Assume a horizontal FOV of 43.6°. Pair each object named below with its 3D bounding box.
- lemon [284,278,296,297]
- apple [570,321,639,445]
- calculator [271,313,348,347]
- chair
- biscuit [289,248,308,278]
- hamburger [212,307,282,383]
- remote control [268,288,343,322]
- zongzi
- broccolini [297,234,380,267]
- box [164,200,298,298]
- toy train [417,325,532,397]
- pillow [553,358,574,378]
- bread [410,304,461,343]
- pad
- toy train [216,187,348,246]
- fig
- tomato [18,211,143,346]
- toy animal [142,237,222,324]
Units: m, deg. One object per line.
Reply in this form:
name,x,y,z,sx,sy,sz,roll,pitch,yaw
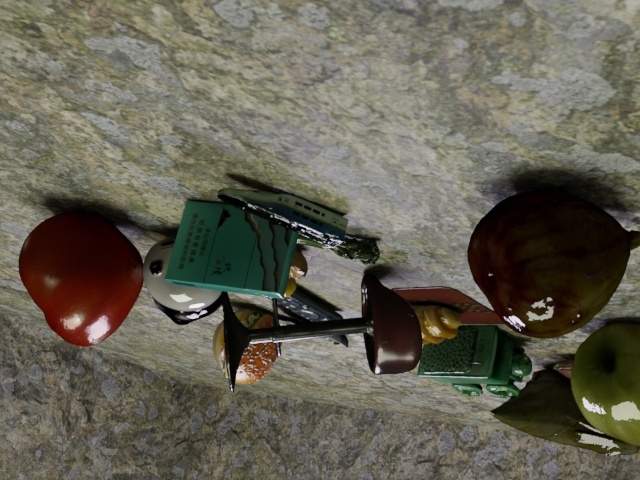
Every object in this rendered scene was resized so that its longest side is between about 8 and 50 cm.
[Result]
lemon,-0.087,0.099,1.832,0.065,0.065,0.092,8,157,13
apple,0.663,0.301,1.690,0.279,0.279,0.279,11,162,4
calculator,-0.029,0.251,2.239,0.177,0.040,0.268,12,171,28
chair,-0.001,0.191,1.691,0.400,0.227,0.226,-5,162,-4
biscuit,-0.086,0.034,1.646,0.118,0.061,0.183,-2,160,33
hamburger,-0.208,0.304,2.304,0.237,0.237,0.147,29,172,-42
remote control,-0.080,0.140,1.989,0.107,0.044,0.377,8,163,37
zongzi,0.632,0.462,2.041,0.323,0.160,0.360,19,-169,35
broccolini,0.000,0.000,1.525,0.239,0.051,0.054,14,119,13
box,-0.159,0.013,1.461,0.229,0.162,0.041,6,162,20
toy train,0.395,0.310,2.023,0.202,0.145,0.266,29,156,-34
pillow,0.708,0.347,2.030,0.179,0.075,0.171,24,161,-37
bread,0.242,0.197,1.872,0.177,0.084,0.119,-11,151,44
pad,0.299,0.152,1.833,0.181,0.004,0.267,-5,155,45
toy train,-0.065,-0.053,1.379,0.233,0.051,0.052,23,160,-19
fig,0.383,0.025,1.152,0.320,0.217,0.217,-6,167,-17
tomato,-0.503,0.070,1.724,0.226,0.299,0.298,-33,154,2
toy animal,-0.295,0.083,1.765,0.187,0.165,0.235,9,160,-1
